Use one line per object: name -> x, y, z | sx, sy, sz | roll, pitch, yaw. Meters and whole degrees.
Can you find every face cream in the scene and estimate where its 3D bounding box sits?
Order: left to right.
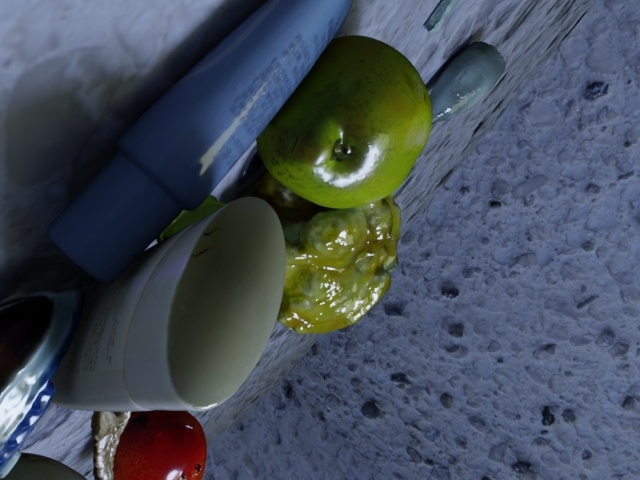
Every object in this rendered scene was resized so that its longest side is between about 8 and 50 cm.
face cream -> -0.146, 0.066, 0.548 | 0.348, 0.081, 0.173 | -21, -139, 52
face cream -> -0.074, -0.127, 0.538 | 0.385, 0.086, 0.135 | -49, 180, -9

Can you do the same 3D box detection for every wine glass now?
wine glass -> 0.209, -0.259, 1.079 | 0.309, 0.096, 0.264 | -45, 168, -8

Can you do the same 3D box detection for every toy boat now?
toy boat -> -0.301, 0.151, 0.563 | 0.262, 0.114, 0.115 | -56, 156, 6

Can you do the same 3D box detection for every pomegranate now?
pomegranate -> -0.330, 0.424, 1.222 | 0.210, 0.210, 0.235 | -37, -169, -38

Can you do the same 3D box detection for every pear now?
pear -> 0.024, -0.119, 0.651 | 0.187, 0.187, 0.219 | -51, 178, 20

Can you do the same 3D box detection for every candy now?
candy -> -0.139, 0.011, 0.759 | 0.097, 0.097, 0.209 | -44, 174, -13

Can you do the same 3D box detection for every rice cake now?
rice cake -> 0.191, -0.348, 0.886 | 0.022, 0.021, 0.121 | -10, 144, -55

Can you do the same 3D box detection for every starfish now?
starfish -> -0.238, 0.211, 0.827 | 0.375, 0.094, 0.327 | -43, 158, -83

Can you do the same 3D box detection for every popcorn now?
popcorn -> -0.006, 0.000, 0.867 | 0.276, 0.225, 0.276 | 0, 90, -78

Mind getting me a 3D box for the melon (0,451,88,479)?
melon -> -0.391, 0.387, 0.701 | 0.330, 0.268, 0.268 | -33, 175, 24
